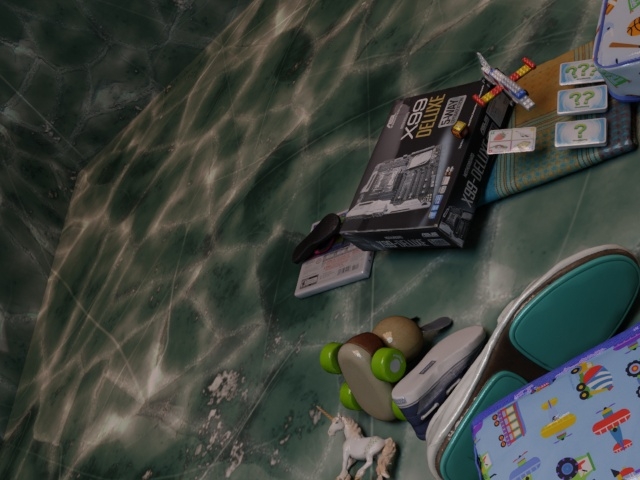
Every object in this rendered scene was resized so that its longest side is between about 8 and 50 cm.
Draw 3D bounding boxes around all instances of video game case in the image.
[{"bbox_3d":[0.038,0.017,1.636,0.201,0.023,0.183,-21,44,44],"label":"video game case"}]

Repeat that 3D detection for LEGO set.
[{"bbox_3d":[0.333,-0.227,1.292,0.244,0.060,0.182,-2,58,25],"label":"LEGO set"}]

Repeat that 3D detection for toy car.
[{"bbox_3d":[0.125,0.183,1.296,0.188,0.148,0.155,-39,22,-32],"label":"toy car"}]

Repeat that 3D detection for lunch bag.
[{"bbox_3d":[0.296,0.249,0.886,0.293,0.138,0.221,-26,39,15],"label":"lunch bag"},{"bbox_3d":[0.539,-0.358,1.211,0.243,0.115,0.303,-6,55,44],"label":"lunch bag"}]

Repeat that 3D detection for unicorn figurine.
[{"bbox_3d":[0.058,0.335,1.278,0.162,0.060,0.111,-1,58,35],"label":"unicorn figurine"}]

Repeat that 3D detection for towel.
[{"bbox_3d":[0.364,-0.195,1.386,0.370,0.040,0.271,-20,46,41],"label":"towel"}]

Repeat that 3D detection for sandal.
[{"bbox_3d":[0.000,0.000,1.653,0.179,0.040,0.067,-42,25,49],"label":"sandal"}]

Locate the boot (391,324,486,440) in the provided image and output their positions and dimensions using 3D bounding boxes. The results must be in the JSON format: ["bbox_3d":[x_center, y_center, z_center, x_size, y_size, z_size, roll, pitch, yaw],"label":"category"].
[{"bbox_3d":[0.192,0.212,1.206,0.190,0.086,0.069,-36,15,-24],"label":"boot"}]

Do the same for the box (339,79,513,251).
[{"bbox_3d":[0.189,-0.130,1.435,0.242,0.076,0.307,-2,58,50],"label":"box"}]

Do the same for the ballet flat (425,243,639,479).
[{"bbox_3d":[0.270,0.159,1.101,0.400,0.139,0.139,-54,31,4],"label":"ballet flat"}]
